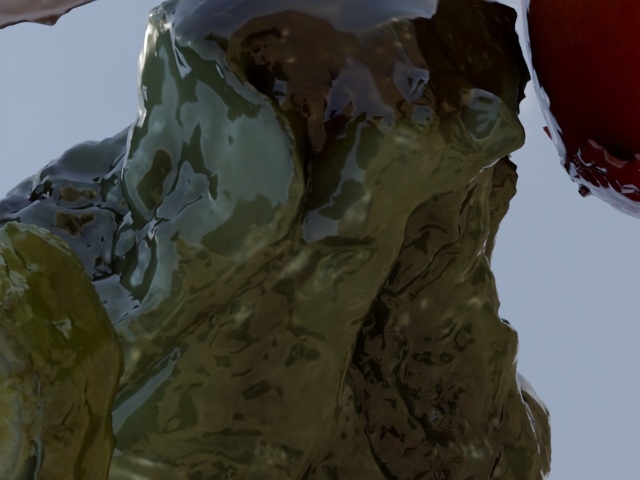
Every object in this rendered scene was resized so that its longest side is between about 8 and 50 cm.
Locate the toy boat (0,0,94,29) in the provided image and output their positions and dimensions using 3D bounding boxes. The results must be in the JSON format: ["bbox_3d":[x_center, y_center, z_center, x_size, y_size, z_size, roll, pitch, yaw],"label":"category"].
[{"bbox_3d":[-0.130,-0.187,0.426,0.096,0.206,0.282,119,135,-84],"label":"toy boat"}]

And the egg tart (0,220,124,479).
[{"bbox_3d":[-0.175,0.072,0.679,0.078,0.197,0.197,-141,67,-81],"label":"egg tart"}]

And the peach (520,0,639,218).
[{"bbox_3d":[0.273,-0.162,0.933,0.370,0.370,0.370,-39,-42,-46],"label":"peach"}]

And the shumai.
[{"bbox_3d":[0.000,0.000,0.961,0.397,0.324,0.323,12,-57,-24],"label":"shumai"}]
